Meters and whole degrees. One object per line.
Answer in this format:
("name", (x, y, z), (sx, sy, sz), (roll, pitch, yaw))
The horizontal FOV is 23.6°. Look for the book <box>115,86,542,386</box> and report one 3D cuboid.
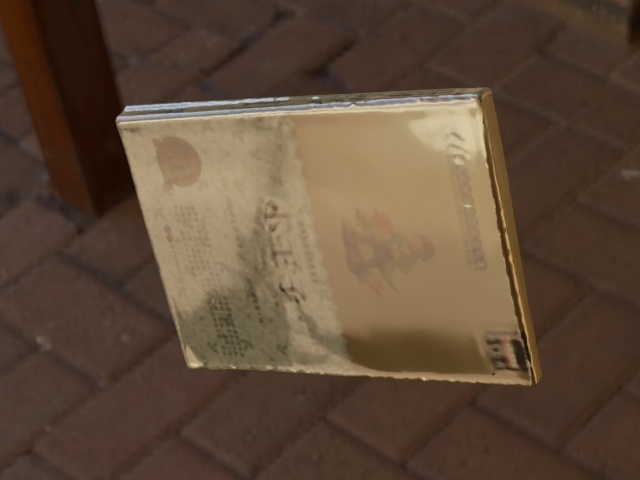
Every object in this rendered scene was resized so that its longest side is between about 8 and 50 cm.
("book", (0.000, 0.000, 0.703), (0.199, 0.138, 0.016), (0, 24, 34))
